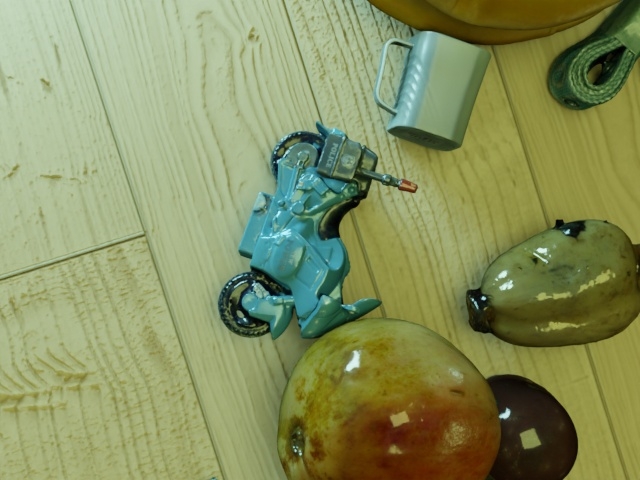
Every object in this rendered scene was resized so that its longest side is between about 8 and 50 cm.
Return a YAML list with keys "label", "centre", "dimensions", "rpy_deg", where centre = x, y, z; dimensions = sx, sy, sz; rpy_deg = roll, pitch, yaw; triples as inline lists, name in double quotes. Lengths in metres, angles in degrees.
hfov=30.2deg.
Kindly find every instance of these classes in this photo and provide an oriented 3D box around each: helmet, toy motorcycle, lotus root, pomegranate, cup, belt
- label: "helmet"
  centre: [0.259, 0.252, 1.464]
  dimensions: [0.175, 0.106, 0.155]
  rpy_deg: [41, 78, -14]
- label: "toy motorcycle"
  centre: [0.000, 0.000, 1.393]
  dimensions: [0.182, 0.123, 0.272]
  rpy_deg: [18, 80, 2]
- label: "lotus root"
  centre: [0.305, 0.053, 1.469]
  dimensions: [0.257, 0.140, 0.154]
  rpy_deg: [-12, 104, -6]
- label: "pomegranate"
  centre: [0.087, 0.215, 1.350]
  dimensions: [0.270, 0.229, 0.252]
  rpy_deg: [6, 123, -32]
- label: "cup"
  centre: [0.129, -0.189, 1.456]
  dimensions: [0.128, 0.095, 0.129]
  rpy_deg: [17, 84, -11]
- label: "belt"
  centre: [0.412, -0.292, 1.548]
  dimensions: [0.087, 0.072, 0.302]
  rpy_deg: [41, 79, -5]

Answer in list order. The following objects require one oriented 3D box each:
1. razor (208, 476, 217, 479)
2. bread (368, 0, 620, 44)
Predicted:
- label: "razor"
  centre: [-0.031, 0.309, 1.416]
  dimensions: [0.211, 0.036, 0.084]
  rpy_deg: [-9, 91, -15]
- label: "bread"
  centre: [0.213, -0.409, 1.409]
  dimensions: [0.424, 0.245, 0.329]
  rpy_deg: [9, 84, -19]
